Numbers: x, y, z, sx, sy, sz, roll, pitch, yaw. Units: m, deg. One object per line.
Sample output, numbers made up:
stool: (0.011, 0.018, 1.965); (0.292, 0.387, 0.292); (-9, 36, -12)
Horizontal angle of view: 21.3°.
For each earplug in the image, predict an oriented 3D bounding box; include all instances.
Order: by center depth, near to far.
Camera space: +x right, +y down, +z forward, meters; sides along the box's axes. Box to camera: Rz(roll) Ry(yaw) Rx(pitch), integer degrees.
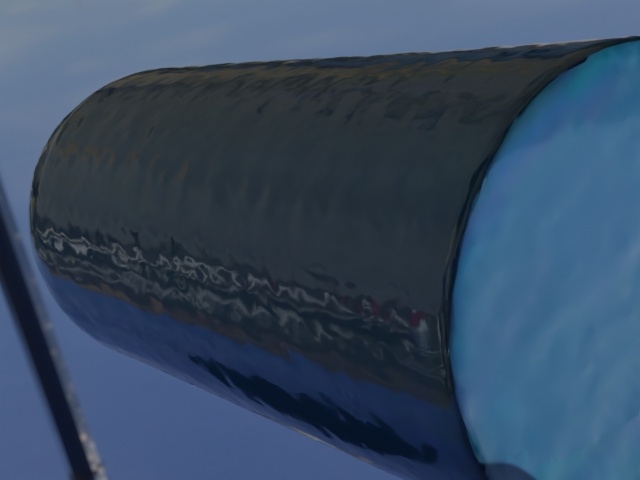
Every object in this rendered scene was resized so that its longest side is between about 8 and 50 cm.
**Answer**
earplug: (0.000, 0.000, 0.536); (0.132, 0.132, 0.273); (-27, -158, -32)
